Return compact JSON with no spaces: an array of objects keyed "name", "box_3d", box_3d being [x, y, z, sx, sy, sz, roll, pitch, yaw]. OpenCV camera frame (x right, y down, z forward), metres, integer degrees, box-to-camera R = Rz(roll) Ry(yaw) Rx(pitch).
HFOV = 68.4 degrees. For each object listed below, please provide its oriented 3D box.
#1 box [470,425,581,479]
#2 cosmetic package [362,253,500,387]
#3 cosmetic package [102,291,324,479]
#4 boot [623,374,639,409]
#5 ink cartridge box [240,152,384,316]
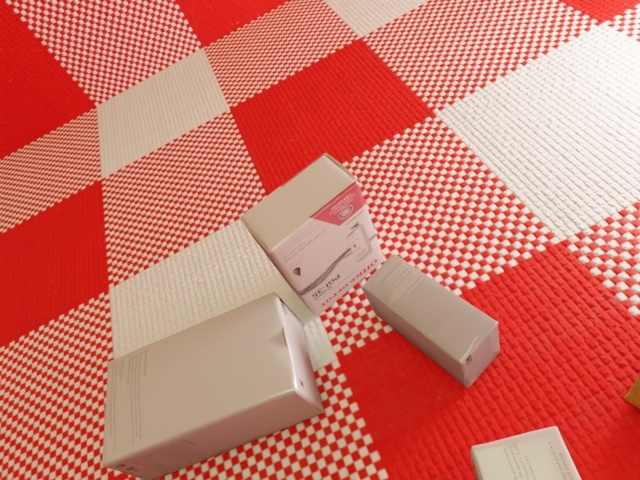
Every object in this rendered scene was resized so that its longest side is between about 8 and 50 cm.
[{"name":"box","box_3d":[0.287,0.371,0.621,0.118,0.182,0.181,-18,51,8]},{"name":"cosmetic package","box_3d":[0.200,0.143,0.863,0.107,0.127,0.237,-46,53,-14]},{"name":"cosmetic package","box_3d":[-0.209,0.284,0.916,0.384,0.156,0.217,-21,50,6]},{"name":"boot","box_3d":[0.611,0.179,0.677,0.295,0.104,0.211,-44,51,-7]},{"name":"ink cartridge box","box_3d":[0.000,0.000,0.952,0.207,0.283,0.117,-39,54,-8]}]
